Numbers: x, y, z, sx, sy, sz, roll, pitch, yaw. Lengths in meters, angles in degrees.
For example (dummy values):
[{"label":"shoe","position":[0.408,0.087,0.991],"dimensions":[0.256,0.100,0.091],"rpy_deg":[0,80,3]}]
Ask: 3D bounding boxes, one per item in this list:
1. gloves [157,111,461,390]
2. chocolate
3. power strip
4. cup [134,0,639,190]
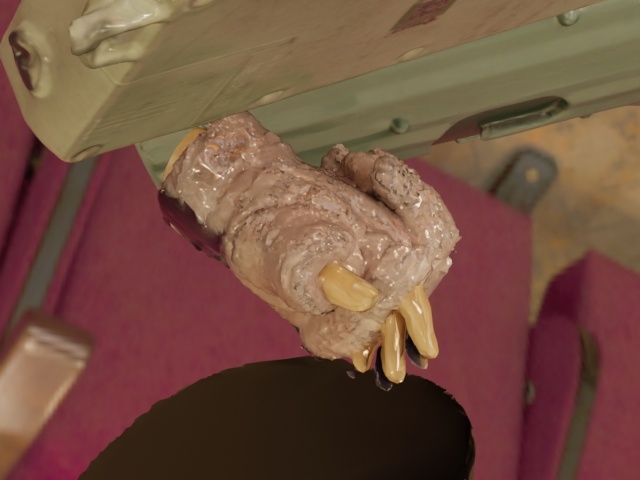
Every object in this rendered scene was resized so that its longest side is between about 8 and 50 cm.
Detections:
[{"label":"gloves","position":[-0.003,-0.005,0.782],"dimensions":[0.144,0.094,0.110],"rpy_deg":[36,160,-7]},{"label":"chocolate","position":[-0.013,0.223,1.136],"dimensions":[0.284,0.283,0.186],"rpy_deg":[-12,119,8]},{"label":"power strip","position":[0.034,-0.089,0.486],"dimensions":[0.270,0.046,0.118],"rpy_deg":[-21,170,-30]},{"label":"cup","position":[0.075,-0.178,0.976],"dimensions":[0.392,0.310,0.401],"rpy_deg":[-18,154,3]}]
